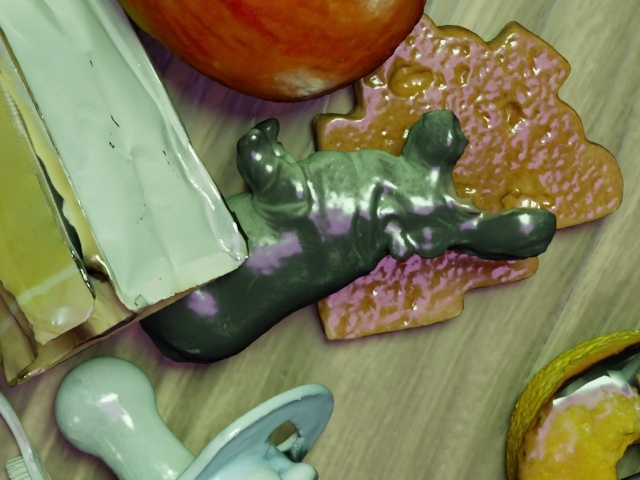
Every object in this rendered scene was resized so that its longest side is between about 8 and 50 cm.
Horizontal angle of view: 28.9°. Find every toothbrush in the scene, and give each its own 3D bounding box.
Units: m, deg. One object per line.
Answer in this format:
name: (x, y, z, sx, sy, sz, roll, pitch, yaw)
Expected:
toothbrush: (-0.289, 0.091, 1.012, 0.029, 0.025, 0.307, -22, 103, 3)

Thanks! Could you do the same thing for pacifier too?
pacifier: (-0.124, 0.186, 0.997, 0.287, 0.238, 0.226, -40, 73, -3)

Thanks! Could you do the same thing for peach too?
peach: (-0.034, -0.240, 0.893, 0.281, 0.238, 0.281, 14, 67, -36)

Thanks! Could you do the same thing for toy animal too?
toy animal: (-0.001, -0.017, 0.961, 0.343, 0.106, 0.168, -18, 98, 10)

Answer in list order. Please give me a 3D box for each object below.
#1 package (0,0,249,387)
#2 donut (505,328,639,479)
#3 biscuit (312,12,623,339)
package: (-0.225, -0.069, 0.867, 0.221, 0.165, 0.311, -27, 87, 13)
donut: (0.282, 0.191, 1.082, 0.253, 0.118, 0.254, -1, 100, -7)
biscuit: (0.092, -0.045, 1.044, 0.284, 0.043, 0.306, 36, 94, -14)
